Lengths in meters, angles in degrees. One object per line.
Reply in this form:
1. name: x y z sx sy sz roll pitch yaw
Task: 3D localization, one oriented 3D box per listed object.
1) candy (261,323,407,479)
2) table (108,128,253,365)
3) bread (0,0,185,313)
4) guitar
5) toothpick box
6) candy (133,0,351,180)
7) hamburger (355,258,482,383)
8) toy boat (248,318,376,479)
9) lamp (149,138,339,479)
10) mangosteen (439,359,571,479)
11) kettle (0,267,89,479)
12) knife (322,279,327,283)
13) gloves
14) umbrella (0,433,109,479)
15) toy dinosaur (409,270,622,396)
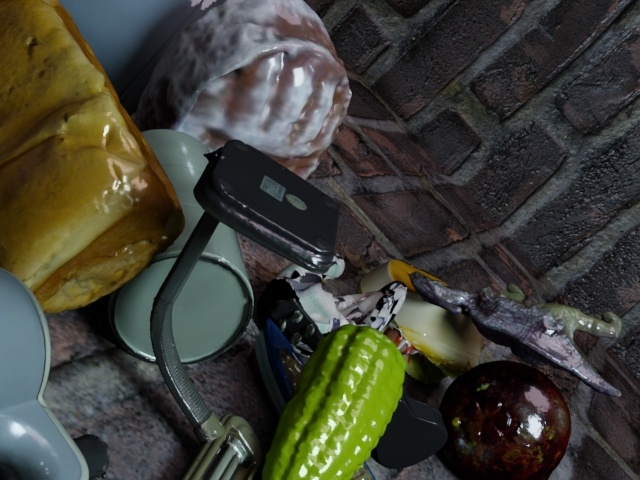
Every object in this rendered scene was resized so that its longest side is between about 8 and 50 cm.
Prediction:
1. candy: 0.006 0.166 0.869 0.097 0.097 0.209 43 46 -9
2. table: -0.141 0.000 0.920 0.126 0.126 0.220 35 20 -32
3. bread: -0.242 -0.081 0.814 0.294 0.167 0.132 56 -4 34
4. guitar: 0.038 0.150 1.008 0.271 0.084 0.038 47 15 -33
5. toothpick box: -0.290 -0.343 1.137 0.354 0.263 0.263 40 18 -15
6. candy: -0.089 -0.134 1.097 0.214 0.289 0.157 3 46 -36
7. hamburger: 0.137 0.115 1.360 0.210 0.116 0.173 24 19 -42
8. toy boat: -0.011 0.178 0.962 0.080 0.046 0.229 17 33 -56
9. lamp: -0.078 0.087 0.729 0.124 0.283 0.203 16 22 -3
10. mangosteen: 0.235 0.236 1.217 0.184 0.172 0.172 42 16 -40
11. kettle: -0.231 0.077 0.484 0.210 0.160 0.243 40 10 19
12. knife: 0.001 -0.001 1.440 0.046 0.022 0.256 38 18 -11
13. gloves: 0.018 0.082 1.155 0.127 0.111 0.212 28 8 33
14. umbrella: -0.181 0.154 0.639 0.036 0.031 0.133 66 20 8
15. toy dinosaur: 0.253 0.107 1.246 0.294 0.077 0.162 17 17 23
